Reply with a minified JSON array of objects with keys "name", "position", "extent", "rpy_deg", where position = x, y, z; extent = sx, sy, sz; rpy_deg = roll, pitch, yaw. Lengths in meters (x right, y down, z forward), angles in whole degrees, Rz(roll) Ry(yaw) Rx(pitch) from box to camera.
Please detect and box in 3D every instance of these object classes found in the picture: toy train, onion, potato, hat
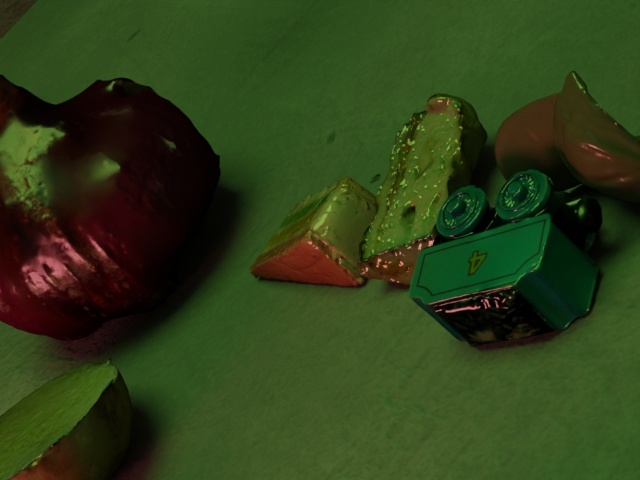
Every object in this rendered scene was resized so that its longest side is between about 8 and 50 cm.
[{"name":"toy train","position":[0.184,0.019,1.457],"extent":[0.198,0.107,0.154],"rpy_deg":[-15,46,42]},{"name":"onion","position":[-0.366,-0.085,1.982],"extent":[0.398,0.420,0.398],"rpy_deg":[-24,42,24]},{"name":"potato","position":[-0.309,0.251,1.762],"extent":[0.239,0.116,0.299],"rpy_deg":[-42,16,-11]},{"name":"hat","position":[0.261,-0.064,1.455],"extent":[0.173,0.166,0.144],"rpy_deg":[-48,30,34]}]

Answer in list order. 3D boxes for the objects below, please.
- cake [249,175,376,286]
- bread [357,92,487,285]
[{"name":"cake","position":[-0.014,-0.013,1.773],"extent":[0.225,0.090,0.109],"rpy_deg":[3,55,55]},{"name":"bread","position":[0.123,-0.056,1.664],"extent":[0.128,0.088,0.232],"rpy_deg":[-26,38,47]}]
